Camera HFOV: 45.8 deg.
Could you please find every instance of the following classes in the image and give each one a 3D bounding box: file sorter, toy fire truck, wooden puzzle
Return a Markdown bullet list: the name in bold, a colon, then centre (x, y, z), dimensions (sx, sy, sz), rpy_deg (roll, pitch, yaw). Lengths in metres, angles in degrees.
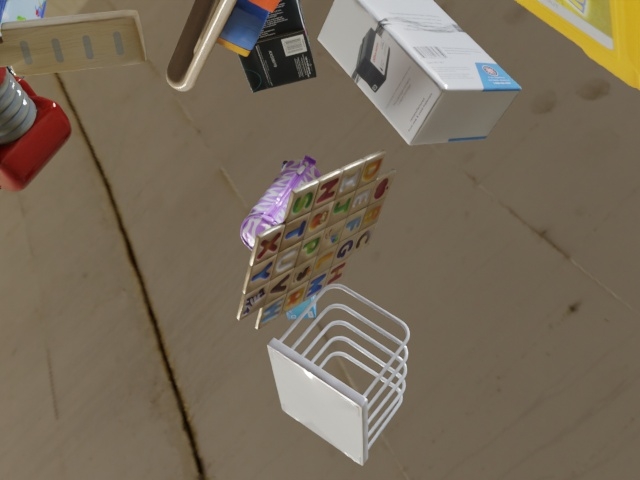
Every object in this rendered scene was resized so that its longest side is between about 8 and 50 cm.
- **file sorter**: centre (0.045, 0.241, 1.369), dimensions (0.193, 0.277, 0.173), rpy_deg (31, -118, 23)
- **toy fire truck**: centre (-0.274, -0.138, 0.664), dimensions (0.246, 0.217, 0.158), rpy_deg (24, -113, 25)
- **wooden puzzle**: centre (-0.060, -0.368, 0.914), dimensions (0.348, 0.081, 0.322), rpy_deg (-29, -139, 59)

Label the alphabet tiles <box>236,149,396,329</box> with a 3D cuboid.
- **alphabet tiles**: centre (0.000, 0.000, 1.238), dimensions (0.011, 0.343, 0.285), rpy_deg (36, -49, 24)

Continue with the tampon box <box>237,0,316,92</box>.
- **tampon box**: centre (-0.075, -0.324, 1.109), dimensions (0.102, 0.120, 0.161), rpy_deg (-13, -112, 4)

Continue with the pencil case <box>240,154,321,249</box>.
- **pencil case**: centre (-0.059, -0.060, 1.270), dimensions (0.088, 0.086, 0.206), rpy_deg (-57, -177, 42)

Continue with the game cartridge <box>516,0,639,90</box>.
- **game cartridge**: centre (0.189, -0.250, 0.593), dimensions (0.053, 0.285, 0.323), rpy_deg (-41, -121, 4)

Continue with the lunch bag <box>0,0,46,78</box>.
- **lunch bag**: centre (-0.419, -0.258, 0.841), dimensions (0.219, 0.090, 0.176), rpy_deg (3, -105, 19)

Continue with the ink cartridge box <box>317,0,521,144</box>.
- **ink cartridge box**: centre (0.175, -0.325, 1.386), dimensions (0.307, 0.223, 0.129), rpy_deg (54, -46, 27)

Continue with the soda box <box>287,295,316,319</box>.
- **soda box**: centre (-0.058, 0.085, 1.712), dimensions (0.067, 0.210, 0.071), rpy_deg (-5, -136, 7)
